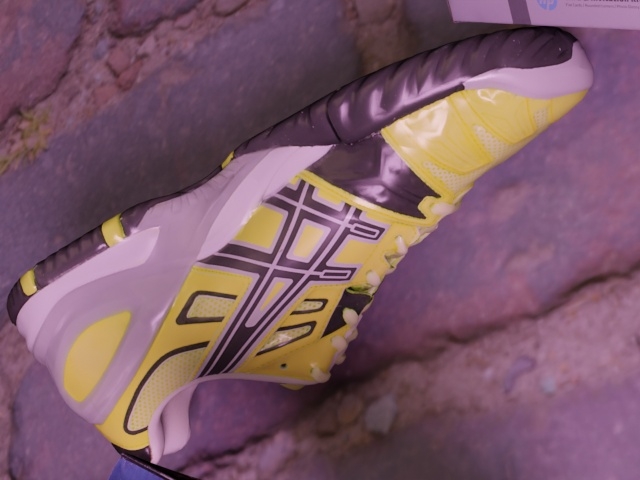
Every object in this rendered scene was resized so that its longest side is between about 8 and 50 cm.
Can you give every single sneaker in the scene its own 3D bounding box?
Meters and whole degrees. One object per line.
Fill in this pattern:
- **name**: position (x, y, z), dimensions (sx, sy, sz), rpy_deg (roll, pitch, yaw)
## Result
- **sneaker**: position (0.000, 0.000, 0.818), dimensions (0.385, 0.145, 0.147), rpy_deg (-30, 89, 17)

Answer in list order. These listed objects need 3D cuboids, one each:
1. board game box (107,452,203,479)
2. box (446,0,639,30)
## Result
- **board game box**: position (0.037, 0.165, 0.597), dimensions (0.165, 0.243, 0.042), rpy_deg (14, 79, 45)
- **box**: position (0.180, -0.161, 0.726), dimensions (0.186, 0.038, 0.145), rpy_deg (14, 43, 44)
